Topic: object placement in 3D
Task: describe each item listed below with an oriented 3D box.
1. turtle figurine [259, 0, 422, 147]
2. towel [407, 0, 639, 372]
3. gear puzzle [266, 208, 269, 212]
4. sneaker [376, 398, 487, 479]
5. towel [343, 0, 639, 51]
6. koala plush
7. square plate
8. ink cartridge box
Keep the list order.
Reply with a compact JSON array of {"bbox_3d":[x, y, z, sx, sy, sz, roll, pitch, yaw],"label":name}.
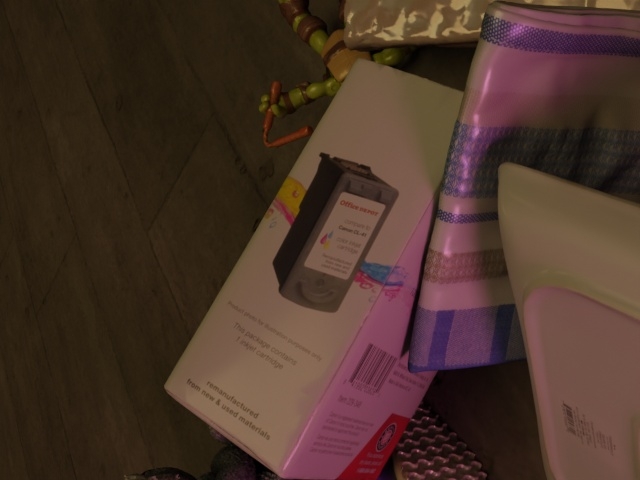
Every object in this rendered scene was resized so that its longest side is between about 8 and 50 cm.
[{"bbox_3d":[0.042,-0.221,0.843,0.269,0.087,0.217,-28,57,17],"label":"turtle figurine"},{"bbox_3d":[0.179,-0.028,0.541,0.034,0.209,0.285,-128,41,-54],"label":"towel"},{"bbox_3d":[0.000,0.000,0.906,0.339,0.044,0.175,-41,50,38],"label":"gear puzzle"},{"bbox_3d":[0.065,0.242,0.774,0.293,0.102,0.146,53,129,43],"label":"sneaker"},{"bbox_3d":[0.174,-0.340,0.676,0.317,0.053,0.332,6,91,33],"label":"towel"},{"bbox_3d":[-0.159,0.337,0.920,0.203,0.221,0.196,44,118,42],"label":"koala plush"},{"bbox_3d":[0.248,0.146,0.443,0.344,0.049,0.347,30,148,48],"label":"square plate"},{"bbox_3d":[0.041,0.040,0.631,0.131,0.226,0.306,26,82,28],"label":"ink cartridge box"}]
